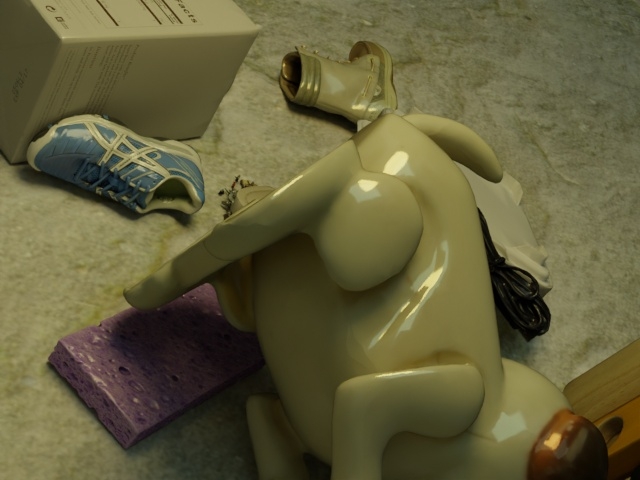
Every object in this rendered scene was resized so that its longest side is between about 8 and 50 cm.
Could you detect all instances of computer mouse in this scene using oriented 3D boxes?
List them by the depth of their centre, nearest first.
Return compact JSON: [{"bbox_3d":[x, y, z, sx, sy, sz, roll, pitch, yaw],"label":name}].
[{"bbox_3d":[0.129,0.099,1.241,0.272,0.072,0.188,-42,99,-35],"label":"computer mouse"}]

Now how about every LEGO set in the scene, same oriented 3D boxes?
[{"bbox_3d":[-0.096,-0.057,1.342,0.054,0.023,0.083,17,37,-22],"label":"LEGO set"}]

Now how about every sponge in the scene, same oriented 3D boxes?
[{"bbox_3d":[-0.149,0.111,1.079,0.117,0.031,0.210,44,34,15],"label":"sponge"}]

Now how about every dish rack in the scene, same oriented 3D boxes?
[{"bbox_3d":[0.182,-0.056,1.446,0.285,0.072,0.333,34,21,-15],"label":"dish rack"}]

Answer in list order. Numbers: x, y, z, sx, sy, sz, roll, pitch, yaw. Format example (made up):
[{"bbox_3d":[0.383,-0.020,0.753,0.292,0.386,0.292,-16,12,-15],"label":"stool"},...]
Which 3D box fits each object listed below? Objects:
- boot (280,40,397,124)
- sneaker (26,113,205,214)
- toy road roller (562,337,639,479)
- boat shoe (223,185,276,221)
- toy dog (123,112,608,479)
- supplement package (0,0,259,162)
[{"bbox_3d":[0.022,-0.249,1.640,0.165,0.077,0.213,16,37,-19],"label":"boot"},{"bbox_3d":[-0.217,-0.080,1.222,0.211,0.080,0.081,7,39,-32],"label":"sneaker"},{"bbox_3d":[0.369,0.277,1.154,0.240,0.202,0.329,40,37,-11],"label":"toy road roller"},{"bbox_3d":[0.000,0.000,1.278,0.116,0.096,0.324,35,20,27],"label":"boat shoe"},{"bbox_3d":[0.074,0.115,1.034,0.395,0.284,0.408,-36,95,-41],"label":"toy dog"},{"bbox_3d":[-0.253,-0.225,1.287,0.293,0.177,0.175,-14,56,-48],"label":"supplement package"}]
